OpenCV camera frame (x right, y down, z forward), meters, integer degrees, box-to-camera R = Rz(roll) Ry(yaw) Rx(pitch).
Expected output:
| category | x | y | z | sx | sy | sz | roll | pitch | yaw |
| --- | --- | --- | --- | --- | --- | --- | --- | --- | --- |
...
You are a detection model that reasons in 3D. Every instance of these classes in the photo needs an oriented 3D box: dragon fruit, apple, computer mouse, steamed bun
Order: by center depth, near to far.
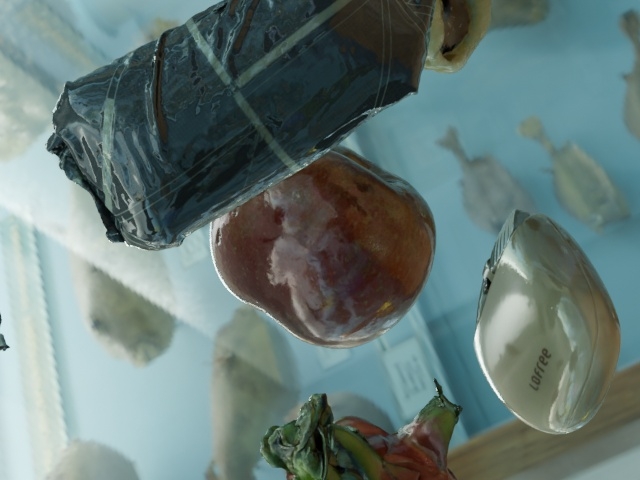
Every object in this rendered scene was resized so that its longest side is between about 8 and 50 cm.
| category | x | y | z | sx | sy | sz | roll | pitch | yaw |
| --- | --- | --- | --- | --- | --- | --- | --- | --- | --- |
| dragon fruit | 0.027 | 0.154 | 0.710 | 0.137 | 0.135 | 0.236 | -54 | -40 | -42 |
| computer mouse | 0.188 | 0.067 | 1.082 | 0.236 | 0.082 | 0.145 | -104 | 25 | -60 |
| steamed bun | 0.105 | -0.261 | 1.456 | 0.155 | 0.172 | 0.140 | -48 | -34 | -60 |
| apple | 0.000 | 0.000 | 1.850 | 0.348 | 0.277 | 0.348 | 28 | -170 | -5 |

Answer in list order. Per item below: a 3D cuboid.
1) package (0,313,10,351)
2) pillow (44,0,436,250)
| category | x | y | z | sx | sy | sz | roll | pitch | yaw |
| --- | --- | --- | --- | --- | --- | --- | --- | --- | --- |
| package | -0.453 | 0.115 | 1.445 | 0.232 | 0.166 | 0.040 | -154 | 62 | -71 |
| pillow | -0.047 | -0.126 | 0.954 | 0.161 | 0.335 | 0.092 | 57 | 180 | -20 |
